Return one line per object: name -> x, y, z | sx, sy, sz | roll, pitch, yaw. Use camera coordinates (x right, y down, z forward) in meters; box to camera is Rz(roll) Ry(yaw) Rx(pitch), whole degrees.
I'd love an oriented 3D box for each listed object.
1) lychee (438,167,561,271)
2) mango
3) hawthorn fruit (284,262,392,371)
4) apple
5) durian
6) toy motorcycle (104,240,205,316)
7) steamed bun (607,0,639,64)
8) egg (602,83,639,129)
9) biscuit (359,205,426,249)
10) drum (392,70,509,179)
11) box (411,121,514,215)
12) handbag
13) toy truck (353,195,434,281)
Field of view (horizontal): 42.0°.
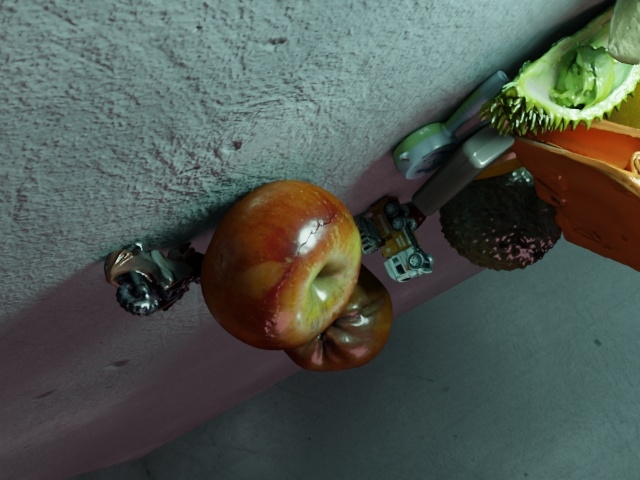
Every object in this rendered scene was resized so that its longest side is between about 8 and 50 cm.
lychee -> 0.378, -0.056, 1.760 | 0.255, 0.255, 0.274 | -18, 175, -33
mango -> 0.338, -0.176, 1.593 | 0.195, 0.098, 0.137 | -22, 170, 5
hawthorn fruit -> 0.034, 0.160, 1.929 | 0.277, 0.277, 0.298 | -30, 176, 11
apple -> -0.064, 0.033, 1.303 | 0.272, 0.206, 0.251 | -60, 152, -9
durian -> 0.389, -0.270, 1.320 | 0.355, 0.157, 0.169 | -34, 133, -18
toy motorcycle -> -0.255, 0.047, 1.310 | 0.212, 0.118, 0.084 | -28, 153, -57
steamed bun -> 0.502, -0.372, 1.167 | 0.231, 0.110, 0.212 | -39, 169, -40
egg -> 0.639, -0.223, 1.581 | 0.282, 0.282, 0.351 | -27, 161, 1
biscuit -> 0.158, -0.022, 1.910 | 0.192, 0.049, 0.192 | -21, 165, -6
drum -> 0.233, -0.193, 1.428 | 0.253, 0.049, 0.130 | -38, 163, 26
box -> 0.248, -0.124, 1.483 | 0.103, 0.055, 0.244 | -37, 175, -24
handbag -> 0.520, -0.076, 1.490 | 0.116, 0.303, 0.410 | -56, 138, -8
toy truck -> 0.149, 0.007, 1.732 | 0.115, 0.178, 0.080 | -31, 165, 22
